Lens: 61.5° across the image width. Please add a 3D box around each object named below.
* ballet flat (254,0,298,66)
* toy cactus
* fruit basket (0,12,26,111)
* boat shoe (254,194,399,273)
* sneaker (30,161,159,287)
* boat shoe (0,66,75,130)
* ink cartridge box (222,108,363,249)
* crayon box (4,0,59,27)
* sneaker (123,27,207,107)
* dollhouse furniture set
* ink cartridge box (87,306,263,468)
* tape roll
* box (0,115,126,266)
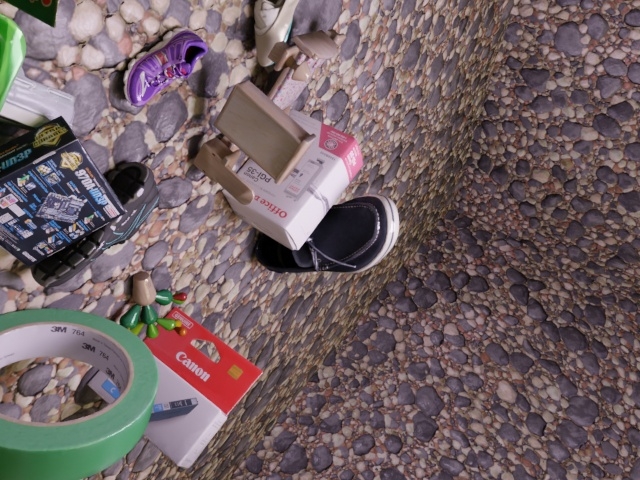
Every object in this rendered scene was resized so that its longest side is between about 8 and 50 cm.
[{"bbox_3d":[-0.083,-0.466,1.037,0.248,0.086,0.086,-64,158,9],"label":"ballet flat"},{"bbox_3d":[-0.380,0.156,1.183,0.219,0.112,0.180,-28,134,-38],"label":"toy cactus"},{"bbox_3d":[-0.394,-0.127,0.363,0.283,0.392,0.392,-62,158,8],"label":"fruit basket"},{"bbox_3d":[0.000,0.000,1.393,0.156,0.500,0.186,1,81,-39],"label":"boat shoe"},{"bbox_3d":[-0.378,-0.014,0.942,0.267,0.101,0.106,-50,159,-21],"label":"sneaker"},{"bbox_3d":[-0.410,-0.199,0.682,0.227,0.079,0.081,22,80,-67],"label":"boat shoe"},{"bbox_3d":[-0.063,-0.149,1.296,0.283,0.207,0.117,-53,156,-15],"label":"ink cartridge box"},{"bbox_3d":[-0.308,-0.382,0.474,0.081,0.202,0.318,-24,139,-54],"label":"crayon box"},{"bbox_3d":[-0.255,-0.286,0.890,0.170,0.071,0.068,-52,157,-15],"label":"sneaker"},{"bbox_3d":[-0.054,-0.260,1.152,0.303,0.174,0.355,-49,178,36],"label":"dollhouse furniture set"},{"bbox_3d":[-0.326,0.310,1.212,0.261,0.296,0.066,-51,157,-21],"label":"ink cartridge box"},{"bbox_3d":[-0.428,0.231,0.854,0.321,0.321,0.077,-20,137,-57],"label":"tape roll"},{"bbox_3d":[-0.402,-0.061,0.783,0.175,0.051,0.220,-33,161,-14],"label":"box"}]
